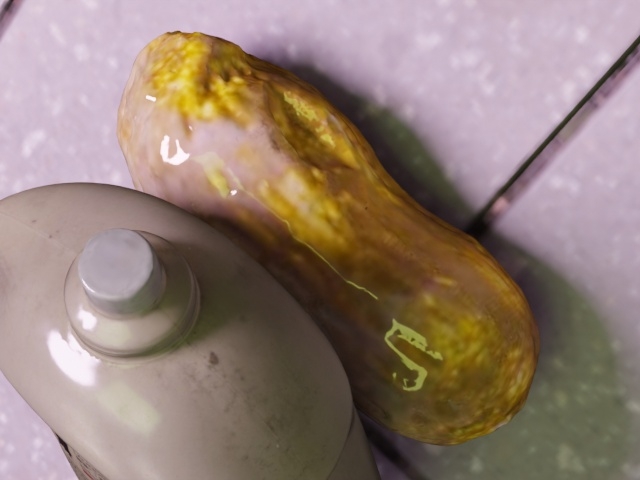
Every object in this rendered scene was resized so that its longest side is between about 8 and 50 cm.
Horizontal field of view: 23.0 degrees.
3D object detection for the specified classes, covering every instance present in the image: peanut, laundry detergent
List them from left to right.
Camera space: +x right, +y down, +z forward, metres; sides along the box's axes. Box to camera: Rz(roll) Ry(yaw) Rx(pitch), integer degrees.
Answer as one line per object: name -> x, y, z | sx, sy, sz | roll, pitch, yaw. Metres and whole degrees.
laundry detergent -> -0.057, 0.059, 0.596 | 0.181, 0.091, 0.253 | 39, 163, 20
peanut -> 0.000, 0.000, 0.626 | 0.206, 0.087, 0.087 | 43, 122, 4
